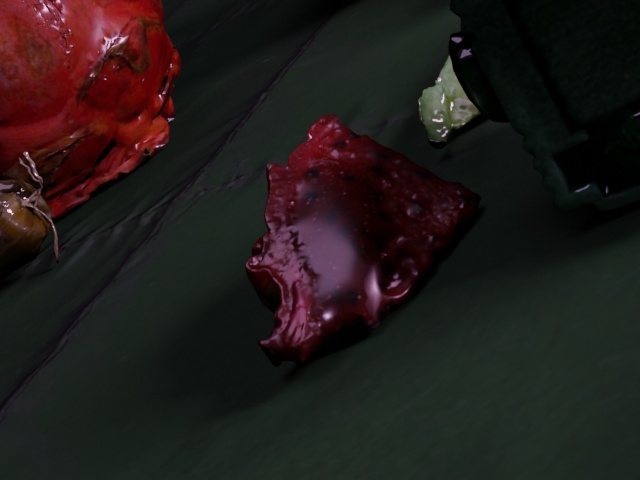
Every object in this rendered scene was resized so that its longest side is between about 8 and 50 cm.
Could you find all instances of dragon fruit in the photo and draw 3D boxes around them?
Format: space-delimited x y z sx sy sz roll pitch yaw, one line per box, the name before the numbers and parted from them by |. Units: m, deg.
dragon fruit | -0.001 -0.003 0.537 0.097 0.063 0.131 -9 31 49
dragon fruit | -0.265 -0.166 1.027 0.296 0.301 0.295 -11 13 3

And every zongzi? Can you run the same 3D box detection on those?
zongzi | -0.288 0.038 0.875 0.187 0.084 0.184 -12 43 37

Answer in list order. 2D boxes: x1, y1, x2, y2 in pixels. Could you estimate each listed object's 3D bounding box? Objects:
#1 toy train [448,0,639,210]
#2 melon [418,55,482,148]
toy train | 0.202 -0.144 0.460 0.330 0.138 0.178 -25 17 19
melon | 0.149 -0.131 0.665 0.262 0.053 0.114 -43 40 -14
